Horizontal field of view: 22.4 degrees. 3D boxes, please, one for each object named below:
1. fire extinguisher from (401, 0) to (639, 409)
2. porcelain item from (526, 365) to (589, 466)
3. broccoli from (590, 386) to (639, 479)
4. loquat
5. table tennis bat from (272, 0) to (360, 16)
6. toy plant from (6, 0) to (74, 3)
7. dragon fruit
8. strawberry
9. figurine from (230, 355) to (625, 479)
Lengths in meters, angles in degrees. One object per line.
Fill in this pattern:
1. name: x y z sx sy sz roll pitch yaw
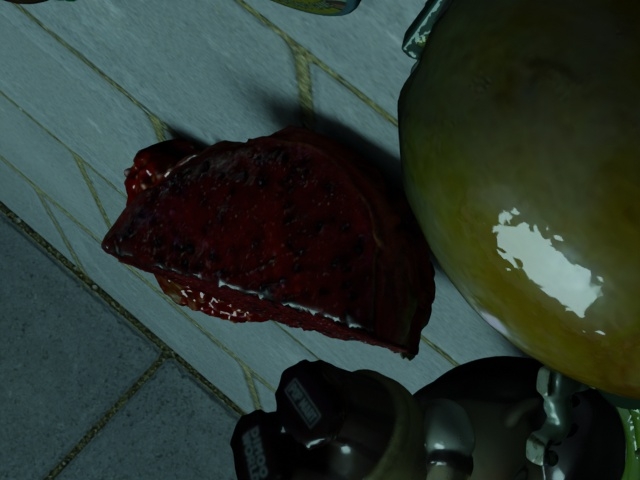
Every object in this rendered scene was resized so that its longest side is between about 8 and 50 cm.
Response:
1. fire extinguisher: 0.136 -0.031 0.955 0.114 0.095 0.311 -22 124 34
2. porcelain item: 0.197 0.105 1.236 0.075 0.136 0.021 -2 -167 -38
3. broccoli: 0.241 0.194 1.155 0.273 0.180 0.242 43 168 -3
4. loquat: 0.136 -0.029 0.780 0.227 0.179 0.179 50 167 -2
5. table tennis bat: -0.110 -0.239 1.000 0.329 0.044 0.215 34 172 -17
6. toy plant: -0.254 -0.256 1.371 0.143 0.105 0.200 30 -173 -9
7. dragon fruit: 0.000 0.000 1.376 0.317 0.152 0.205 14 170 36
8. strawberry: -0.103 0.009 1.690 0.233 0.138 0.306 49 167 -22
9. figurine: 0.110 0.190 1.295 0.206 0.218 0.365 38 -164 31
